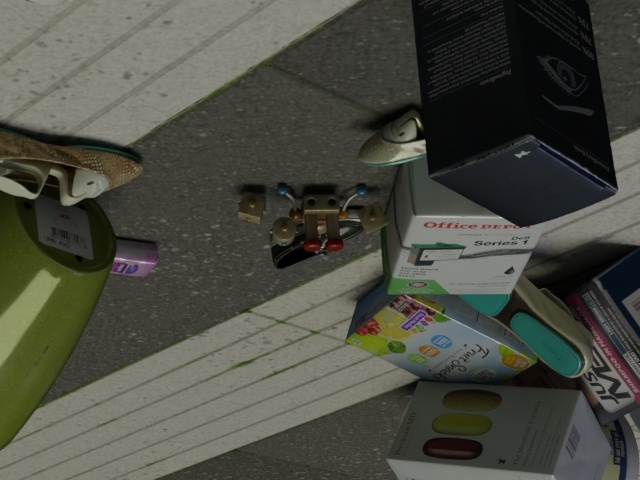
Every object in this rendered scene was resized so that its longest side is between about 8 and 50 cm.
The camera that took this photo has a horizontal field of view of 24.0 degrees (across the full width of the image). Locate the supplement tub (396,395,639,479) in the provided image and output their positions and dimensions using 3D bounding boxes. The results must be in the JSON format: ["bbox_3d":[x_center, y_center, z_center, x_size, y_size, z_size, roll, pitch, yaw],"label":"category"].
[{"bbox_3d":[0.304,0.340,2.350,0.325,0.235,0.235,12,151,-28],"label":"supplement tub"}]

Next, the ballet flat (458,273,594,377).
[{"bbox_3d":[0.248,0.072,1.900,0.248,0.086,0.086,43,147,1],"label":"ballet flat"}]

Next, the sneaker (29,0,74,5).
[{"bbox_3d":[-0.276,-0.297,1.104,0.330,0.129,0.147,17,135,-41],"label":"sneaker"}]

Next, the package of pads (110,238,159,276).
[{"bbox_3d":[-0.245,0.020,1.858,0.083,0.032,0.050,8,150,-22],"label":"package of pads"}]

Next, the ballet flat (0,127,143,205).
[{"bbox_3d":[-0.290,-0.071,1.616,0.206,0.067,0.073,9,153,-23],"label":"ballet flat"}]

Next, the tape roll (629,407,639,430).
[{"bbox_3d":[0.494,0.166,2.013,0.072,0.219,0.219,7,153,-23],"label":"tape roll"}]

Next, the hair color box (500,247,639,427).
[{"bbox_3d":[0.351,0.164,2.027,0.105,0.174,0.347,-29,171,-34],"label":"hair color box"}]

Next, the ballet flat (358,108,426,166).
[{"bbox_3d":[0.117,-0.121,1.583,0.168,0.057,0.052,-11,126,10],"label":"ballet flat"}]

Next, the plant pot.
[{"bbox_3d":[-0.370,0.063,1.715,0.275,0.274,0.293,21,131,-40],"label":"plant pot"}]

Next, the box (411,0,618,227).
[{"bbox_3d":[0.172,-0.137,1.349,0.108,0.207,0.153,-21,149,34],"label":"box"}]

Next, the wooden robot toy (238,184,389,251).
[{"bbox_3d":[-0.010,-0.019,1.757,0.173,0.076,0.079,0,166,-5],"label":"wooden robot toy"}]

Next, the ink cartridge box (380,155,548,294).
[{"bbox_3d":[0.163,-0.020,1.733,0.160,0.092,0.219,0,155,-5],"label":"ink cartridge box"}]

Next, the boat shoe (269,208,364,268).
[{"bbox_3d":[0.000,0.000,1.825,0.142,0.040,0.049,-19,150,32],"label":"boat shoe"}]

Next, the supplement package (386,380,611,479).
[{"bbox_3d":[0.235,0.283,1.992,0.244,0.139,0.134,-1,138,33],"label":"supplement package"}]

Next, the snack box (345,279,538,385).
[{"bbox_3d":[0.164,0.121,1.995,0.207,0.070,0.174,25,148,-12],"label":"snack box"}]
